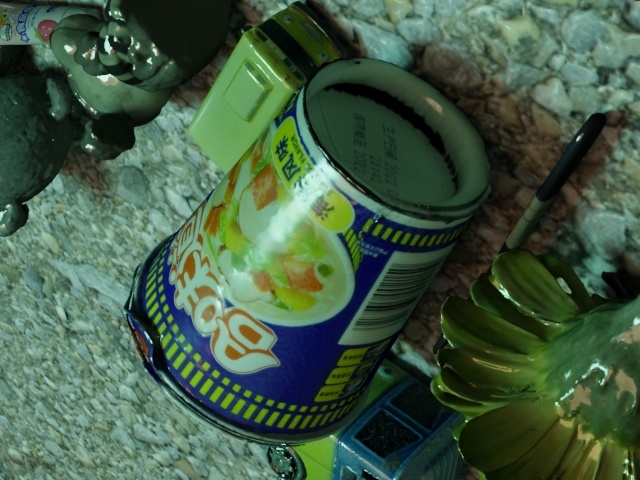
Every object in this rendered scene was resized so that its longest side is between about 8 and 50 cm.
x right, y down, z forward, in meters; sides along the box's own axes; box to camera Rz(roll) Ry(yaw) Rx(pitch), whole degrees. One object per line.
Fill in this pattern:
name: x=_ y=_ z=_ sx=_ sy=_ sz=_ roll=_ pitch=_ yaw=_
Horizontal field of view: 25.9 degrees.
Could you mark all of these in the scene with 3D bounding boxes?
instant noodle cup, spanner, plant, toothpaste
instant noodle cup: x=0.000 y=0.000 z=1.324 sx=0.284 sy=0.284 sz=0.312 roll=45 pitch=131 yaw=10
spanner: x=0.180 y=0.001 z=1.280 sx=0.024 sy=0.087 sz=0.316 roll=42 pitch=135 yaw=15
plant: x=0.249 y=0.091 z=1.156 sx=0.306 sy=0.261 sz=0.297 roll=6 pitch=110 yaw=4
toothpaste: x=-0.337 y=-0.250 z=1.605 sx=0.195 sy=0.067 sz=0.043 roll=6 pitch=155 yaw=30

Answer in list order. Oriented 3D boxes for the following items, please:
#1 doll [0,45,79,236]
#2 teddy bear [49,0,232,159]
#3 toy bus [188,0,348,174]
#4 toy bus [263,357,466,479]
doll: x=-0.417 y=-0.169 z=1.712 sx=0.340 sy=0.158 sz=0.245 roll=41 pitch=109 yaw=37
teddy bear: x=-0.207 y=-0.183 z=1.437 sx=0.144 sy=0.171 sz=0.251 roll=29 pitch=135 yaw=-19
toy bus: x=-0.055 y=-0.146 z=1.381 sx=0.088 sy=0.101 sz=0.175 roll=49 pitch=141 yaw=9
toy bus: x=0.047 y=0.281 z=1.548 sx=0.190 sy=0.152 sz=0.312 roll=31 pitch=136 yaw=27
